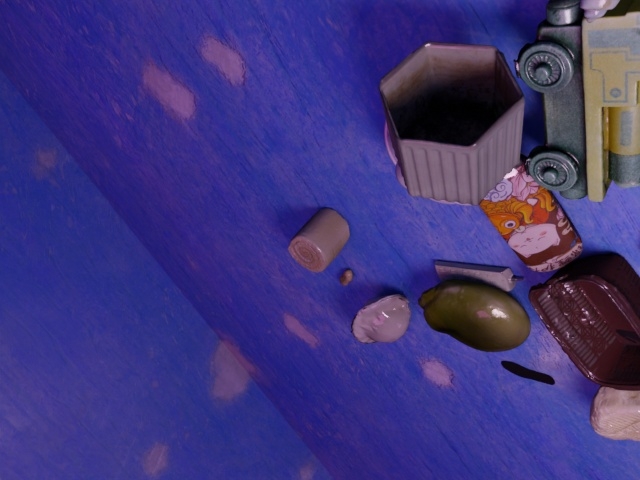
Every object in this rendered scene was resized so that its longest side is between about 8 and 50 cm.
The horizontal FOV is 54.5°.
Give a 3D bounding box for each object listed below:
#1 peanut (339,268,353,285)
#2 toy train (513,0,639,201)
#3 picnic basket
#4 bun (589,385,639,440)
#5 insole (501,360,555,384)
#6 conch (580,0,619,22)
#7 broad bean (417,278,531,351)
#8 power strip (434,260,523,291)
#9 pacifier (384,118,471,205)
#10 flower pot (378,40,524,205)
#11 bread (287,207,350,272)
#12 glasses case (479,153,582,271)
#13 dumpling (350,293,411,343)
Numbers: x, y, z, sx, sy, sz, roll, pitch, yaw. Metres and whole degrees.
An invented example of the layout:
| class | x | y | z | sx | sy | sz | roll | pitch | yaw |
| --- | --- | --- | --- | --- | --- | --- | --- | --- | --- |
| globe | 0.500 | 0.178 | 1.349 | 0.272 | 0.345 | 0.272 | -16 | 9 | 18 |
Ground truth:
| class | x | y | z | sx | sy | sz | roll | pitch | yaw |
| --- | --- | --- | --- | --- | --- | --- | --- | --- | --- |
| peanut | 0.079 | 0.117 | 1.938 | 0.037 | 0.037 | 0.083 | 43 | 153 | 5 |
| toy train | 0.458 | -0.218 | 1.006 | 0.237 | 0.150 | 0.368 | 11 | 136 | 35 |
| picnic basket | 0.594 | 0.162 | 1.283 | 0.296 | 0.129 | 0.223 | 52 | 150 | -8 |
| bun | 0.708 | 0.365 | 1.373 | 0.221 | 0.134 | 0.220 | 6 | 148 | 4 |
| insole | 0.557 | 0.356 | 1.671 | 0.153 | 0.002 | 0.053 | 11 | 134 | 44 |
| conch | 0.404 | -0.462 | 0.739 | 0.250 | 0.197 | 0.367 | 13 | 146 | 13 |
| broad bean | 0.383 | 0.187 | 1.555 | 0.291 | 0.119 | 0.238 | 5 | 140 | 44 |
| power strip | 0.386 | 0.087 | 1.542 | 0.253 | 0.027 | 0.060 | 5 | 131 | 48 |
| pacifier | 0.223 | -0.160 | 1.258 | 0.287 | 0.226 | 0.238 | 38 | 133 | 20 |
| flower pot | 0.226 | -0.198 | 1.066 | 0.189 | 0.210 | 0.239 | 63 | -170 | -58 |
| bread | 0.000 | 0.000 | 1.798 | 0.134 | 0.141 | 0.148 | 47 | 151 | -8 |
| glasses case | 0.410 | -0.048 | 1.224 | 0.122 | 0.082 | 0.321 | -31 | 126 | 23 |
| dumpling | 0.170 | 0.232 | 1.841 | 0.247 | 0.173 | 0.142 | 102 | 150 | -47 |
